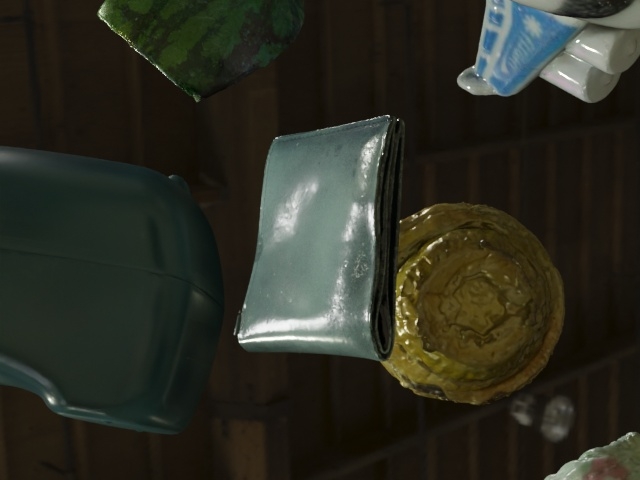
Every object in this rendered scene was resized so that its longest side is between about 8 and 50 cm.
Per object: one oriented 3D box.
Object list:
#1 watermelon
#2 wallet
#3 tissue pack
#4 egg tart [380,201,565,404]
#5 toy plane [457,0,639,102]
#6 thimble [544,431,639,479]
[{"bbox_3d":[-0.097,-0.235,1.219,0.231,0.146,0.128,-32,-38,-18],"label":"watermelon"},{"bbox_3d":[-0.001,0.000,1.420,0.054,0.251,0.290,10,-100,-41],"label":"wallet"},{"bbox_3d":[-0.219,0.026,0.861,0.198,0.287,0.206,58,-142,-76],"label":"tissue pack"},{"bbox_3d":[0.197,0.089,1.559,0.290,0.115,0.290,0,-86,-6],"label":"egg tart"},{"bbox_3d":[0.087,-0.177,0.559,0.122,0.267,0.267,-43,-58,-24],"label":"toy plane"},{"bbox_3d":[0.413,0.372,1.630,0.185,0.211,0.149,-9,-121,-33],"label":"thimble"}]
